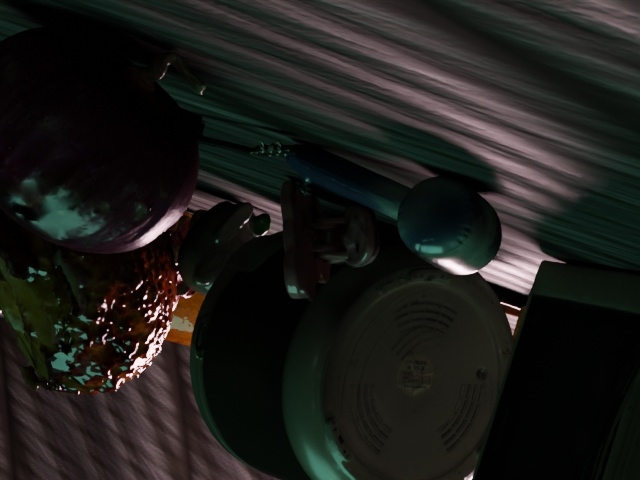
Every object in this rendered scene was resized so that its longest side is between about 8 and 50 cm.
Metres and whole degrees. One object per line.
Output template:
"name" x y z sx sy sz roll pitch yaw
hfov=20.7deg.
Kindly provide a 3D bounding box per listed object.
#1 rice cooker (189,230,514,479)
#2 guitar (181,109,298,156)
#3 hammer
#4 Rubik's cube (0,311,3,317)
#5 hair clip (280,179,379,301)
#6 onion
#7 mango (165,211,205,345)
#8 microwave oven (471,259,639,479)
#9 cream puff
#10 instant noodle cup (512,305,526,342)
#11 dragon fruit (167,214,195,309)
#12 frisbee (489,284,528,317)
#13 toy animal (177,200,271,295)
"rice cooker" 0.034 0.147 2.066 0.335 0.335 0.325 20 173 -31
"guitar" -0.111 -0.096 1.503 0.233 0.025 0.088 13 173 38
"hammer" 0.053 -0.035 1.438 0.194 0.069 0.116 25 179 23
"Rubik's cube" -0.520 -0.017 2.670 0.237 0.238 0.237 15 180 15
"hair clip" -0.011 0.000 1.804 0.102 0.123 0.138 -2 179 -21
"onion" -0.167 -0.074 1.240 0.177 0.153 0.177 18 -173 -2
"mango" -0.254 0.021 2.613 0.350 0.199 0.201 32 146 -10
"microwave oven" 0.322 0.252 1.711 0.333 0.394 0.247 20 174 -27
"cream puff" -0.300 0.027 2.200 0.229 0.350 0.350 -23 -171 -17
"instant noodle cup" 0.303 0.154 2.245 0.151 0.122 0.151 10 165 3
"dragon fruit" -0.275 0.026 2.443 0.192 0.193 0.274 24 152 -39
"frisbee" 0.189 0.066 2.373 0.251 0.021 0.251 17 175 1
"toy animal" -0.137 0.014 2.279 0.127 0.125 0.251 0 177 -16
